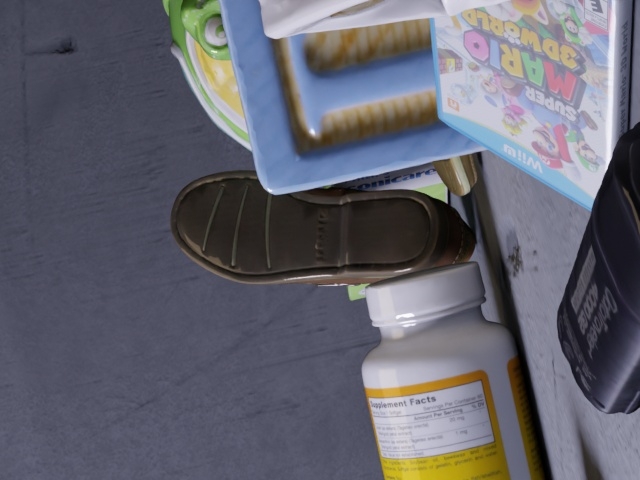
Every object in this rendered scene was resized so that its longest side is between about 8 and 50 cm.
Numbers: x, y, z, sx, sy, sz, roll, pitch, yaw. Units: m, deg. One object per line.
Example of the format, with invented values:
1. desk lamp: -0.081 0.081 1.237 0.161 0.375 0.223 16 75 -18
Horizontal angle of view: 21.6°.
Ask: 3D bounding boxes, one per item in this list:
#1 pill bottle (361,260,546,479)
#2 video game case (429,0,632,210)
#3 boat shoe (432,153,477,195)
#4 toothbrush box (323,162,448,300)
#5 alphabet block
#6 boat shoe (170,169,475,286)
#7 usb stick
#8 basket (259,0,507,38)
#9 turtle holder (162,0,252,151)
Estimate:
1. pill bottle: 0.112 0.148 1.437 0.136 0.136 0.246 -136 33 -88
2. video game case: 0.101 -0.091 0.827 0.119 0.015 0.166 34 154 29
3. boat shoe: 0.107 -0.114 1.406 0.056 0.048 0.153 145 106 -76
4. toothbrush box: 0.058 -0.095 1.788 0.283 0.122 0.206 78 179 -61
5. alphabet block: 0.022 -0.163 1.250 0.197 0.192 0.193 -111 10 -73
6. boat shoe: 0.000 0.000 1.617 0.104 0.307 0.111 17 -98 -58
7. usb stick: 0.146 0.022 0.775 0.278 0.045 0.077 82 168 -73
8. basket: 0.049 -0.149 0.683 0.167 0.113 0.103 -6 93 63
9. turtle holder: -0.015 -0.194 1.510 0.320 0.243 0.228 114 146 -74
